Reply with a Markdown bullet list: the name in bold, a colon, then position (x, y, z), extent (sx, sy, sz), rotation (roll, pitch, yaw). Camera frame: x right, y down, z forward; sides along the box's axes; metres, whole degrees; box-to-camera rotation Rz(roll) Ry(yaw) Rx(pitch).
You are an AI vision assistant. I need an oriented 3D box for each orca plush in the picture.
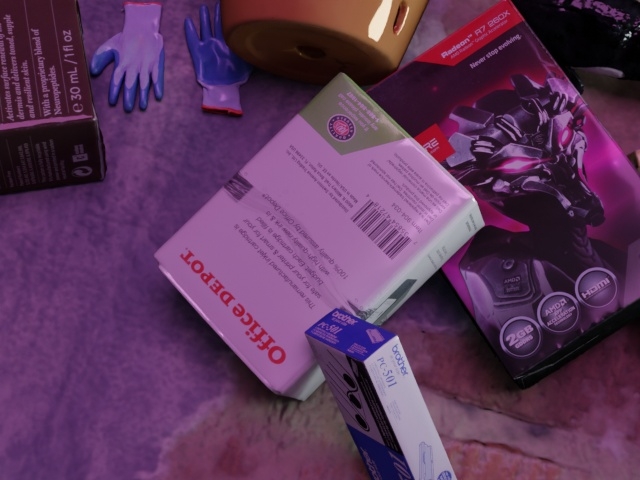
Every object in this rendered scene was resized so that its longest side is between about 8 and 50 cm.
- **orca plush**: position (0.340, -0.224, 1.468), extent (0.287, 0.102, 0.151), rotation (42, 105, 7)

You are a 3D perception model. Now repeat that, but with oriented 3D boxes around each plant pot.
- **plant pot**: position (0.006, -0.302, 1.418), extent (0.291, 0.291, 0.203), rotation (12, 78, -1)

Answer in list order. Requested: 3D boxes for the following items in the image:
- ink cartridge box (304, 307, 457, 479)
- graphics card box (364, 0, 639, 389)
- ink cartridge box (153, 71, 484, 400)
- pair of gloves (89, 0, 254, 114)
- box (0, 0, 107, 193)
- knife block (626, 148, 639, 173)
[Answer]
- **ink cartridge box**: position (0.062, 0.168, 1.198), extent (0.046, 0.207, 0.097), rotation (-36, 31, -22)
- **graphics card box**: position (0.209, -0.054, 1.359), extent (0.233, 0.094, 0.371), rotation (-33, 70, 5)
- **ink cartridge box**: position (0.000, 0.000, 1.285), extent (0.273, 0.115, 0.198), rotation (-44, 73, 0)
- **pair of gloves**: position (-0.170, -0.218, 1.481), extent (0.198, 0.023, 0.159), rotation (4, 62, -6)
- **box**: position (-0.436, -0.149, 1.349), extent (0.381, 0.143, 0.191), rotation (-10, 65, -10)
- **knife block**: position (0.503, -0.111, 1.426), extent (0.276, 0.088, 0.242), rotation (28, 79, -1)
